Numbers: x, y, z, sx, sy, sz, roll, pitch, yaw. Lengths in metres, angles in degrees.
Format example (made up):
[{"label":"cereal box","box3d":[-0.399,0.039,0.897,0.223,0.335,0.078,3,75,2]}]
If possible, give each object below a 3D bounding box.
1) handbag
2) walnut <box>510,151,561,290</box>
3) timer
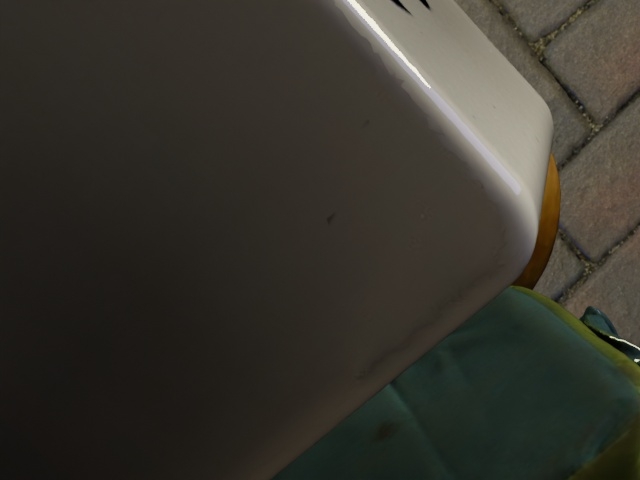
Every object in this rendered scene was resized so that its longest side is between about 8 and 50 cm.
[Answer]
[{"label":"handbag","box3d":[0.108,0.176,0.601,0.241,0.222,0.263,53,-4,-15]},{"label":"walnut","box3d":[0.000,0.000,0.758,0.203,0.298,0.203,61,13,-24]},{"label":"timer","box3d":[-0.048,-0.032,0.435,0.192,0.194,0.195,48,19,-2]}]
